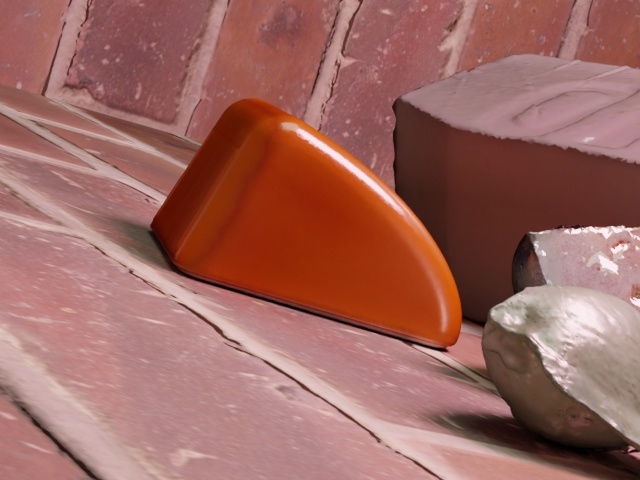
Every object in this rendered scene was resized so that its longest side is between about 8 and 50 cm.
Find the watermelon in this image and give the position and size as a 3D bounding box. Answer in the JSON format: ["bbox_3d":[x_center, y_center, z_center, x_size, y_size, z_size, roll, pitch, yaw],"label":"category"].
[{"bbox_3d":[0.299,0.099,1.506,0.321,0.188,0.175,2,-29,-18],"label":"watermelon"}]

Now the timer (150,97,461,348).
[{"bbox_3d":[0.000,0.000,1.634,0.250,0.161,0.257,32,2,-14],"label":"timer"}]

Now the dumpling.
[{"bbox_3d":[0.189,0.108,1.273,0.105,0.149,0.216,-21,-18,22],"label":"dumpling"}]

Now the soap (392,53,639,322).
[{"bbox_3d":[0.300,-0.046,1.871,0.435,0.213,0.350,14,27,41],"label":"soap"}]
